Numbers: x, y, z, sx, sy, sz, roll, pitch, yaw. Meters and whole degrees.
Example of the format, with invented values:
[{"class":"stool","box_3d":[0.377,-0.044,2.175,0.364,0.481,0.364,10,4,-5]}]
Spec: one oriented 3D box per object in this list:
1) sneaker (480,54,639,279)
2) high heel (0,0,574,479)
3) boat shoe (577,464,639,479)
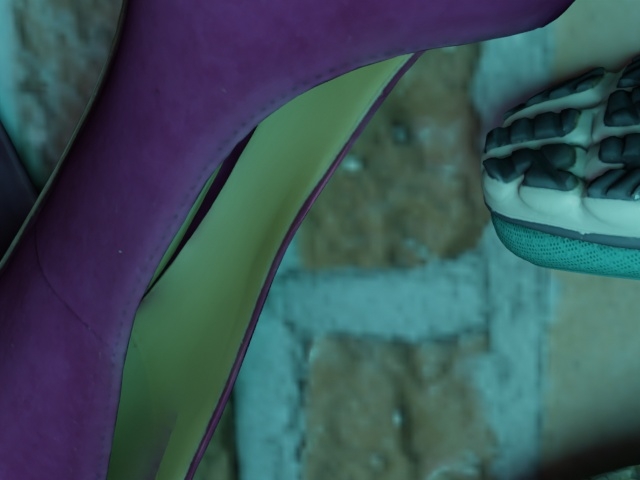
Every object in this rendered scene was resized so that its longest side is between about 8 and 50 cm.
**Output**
[{"class":"sneaker","box_3d":[0.172,0.015,0.473,0.275,0.107,0.110,11,122,15]},{"class":"high heel","box_3d":[0.000,0.000,0.495,0.377,0.127,0.181,-28,89,42]},{"class":"boat shoe","box_3d":[0.176,0.131,0.474,0.355,0.130,0.132,-7,65,44]}]
